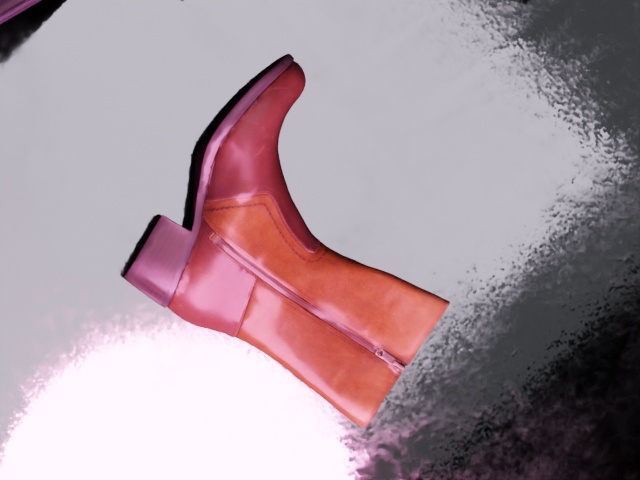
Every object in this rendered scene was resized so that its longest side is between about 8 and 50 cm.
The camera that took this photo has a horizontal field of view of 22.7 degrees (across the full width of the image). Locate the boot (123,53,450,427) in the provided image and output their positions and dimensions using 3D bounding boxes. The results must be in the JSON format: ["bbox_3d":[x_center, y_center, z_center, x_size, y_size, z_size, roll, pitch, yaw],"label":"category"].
[{"bbox_3d":[0.000,0.000,1.477,0.280,0.096,0.264,30,86,-9],"label":"boot"}]

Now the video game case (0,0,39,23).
[{"bbox_3d":[-0.328,-0.320,1.383,0.026,0.196,0.274,-36,97,32],"label":"video game case"}]
